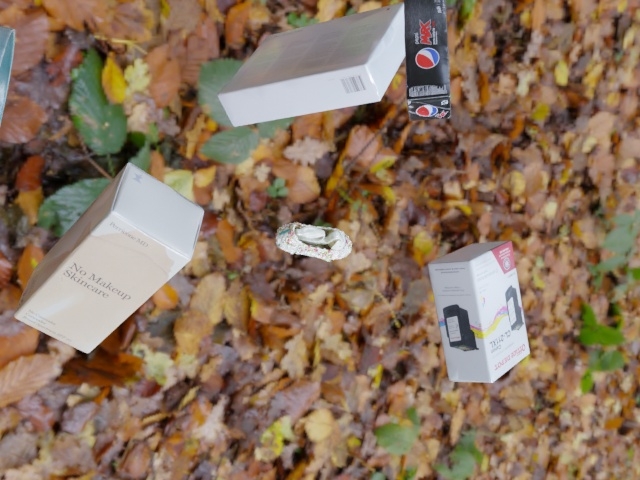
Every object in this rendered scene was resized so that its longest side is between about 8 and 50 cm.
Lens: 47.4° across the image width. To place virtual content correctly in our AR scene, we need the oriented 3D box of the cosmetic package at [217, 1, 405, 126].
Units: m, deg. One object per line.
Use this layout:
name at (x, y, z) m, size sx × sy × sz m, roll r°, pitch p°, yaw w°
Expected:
cosmetic package at (-0.005, -0.392, 1.630) m, size 0.097 × 0.377 × 0.284 m, roll 62°, pitch 39°, yaw -34°

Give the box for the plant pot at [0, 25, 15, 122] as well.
plant pot at (-0.575, -0.191, 1.054) m, size 0.196 × 0.293 × 0.293 m, roll 13°, pitch 87°, yaw -21°

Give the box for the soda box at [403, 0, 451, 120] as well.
soda box at (0.133, -0.236, 0.906) m, size 0.060 × 0.053 × 0.168 m, roll 60°, pitch 29°, yaw -69°

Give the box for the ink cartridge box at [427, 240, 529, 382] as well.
ink cartridge box at (0.229, 0.100, 1.041) m, size 0.127 × 0.072 × 0.175 m, roll -20°, pitch 100°, yaw -48°

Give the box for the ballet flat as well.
ballet flat at (0.000, 0.000, 1.781) m, size 0.241 × 0.077 × 0.091 m, roll 3°, pitch 64°, yaw -39°

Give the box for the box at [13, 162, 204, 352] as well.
box at (-0.337, 0.036, 1.157) m, size 0.148 × 0.311 × 0.121 m, roll 33°, pitch 36°, yaw -24°
